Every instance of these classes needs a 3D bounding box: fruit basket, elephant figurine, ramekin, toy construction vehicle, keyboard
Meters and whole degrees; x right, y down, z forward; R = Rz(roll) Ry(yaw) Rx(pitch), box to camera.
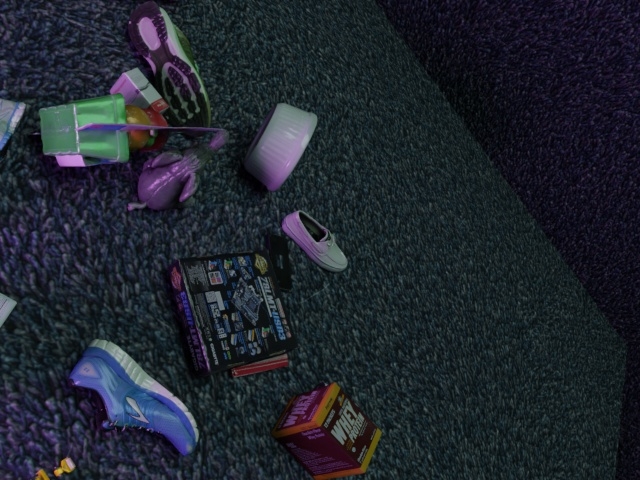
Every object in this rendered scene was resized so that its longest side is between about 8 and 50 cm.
[{"bbox_3d":[-0.469,-0.254,1.426,0.353,0.327,0.165,-2,96,-48],"label":"fruit basket"},{"bbox_3d":[-0.363,-0.182,1.516,0.169,0.239,0.186,16,59,-39],"label":"elephant figurine"},{"bbox_3d":[-0.132,-0.295,1.798,0.127,0.273,0.273,28,50,-15],"label":"ramekin"},{"bbox_3d":[-0.521,0.484,1.155,0.086,0.035,0.098,50,39,6],"label":"toy construction vehicle"},{"bbox_3d":[-0.137,0.064,1.764,0.108,0.023,0.180,18,55,-44],"label":"keyboard"}]

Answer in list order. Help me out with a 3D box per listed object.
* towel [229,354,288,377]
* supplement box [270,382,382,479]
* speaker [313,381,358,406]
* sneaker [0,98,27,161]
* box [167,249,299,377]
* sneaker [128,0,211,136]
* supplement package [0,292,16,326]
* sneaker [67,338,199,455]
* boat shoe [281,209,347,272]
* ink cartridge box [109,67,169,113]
[{"bbox_3d":[-0.196,0.225,1.609,0.199,0.031,0.275,-1,70,-44],"label":"towel"},{"bbox_3d":[0.015,0.503,1.537,0.194,0.191,0.129,49,43,-11],"label":"supplement box"},{"bbox_3d":[0.042,0.462,1.689,0.136,0.055,0.055,39,46,-22],"label":"speaker"},{"bbox_3d":[-0.739,-0.252,1.333,0.083,0.071,0.190,21,46,-27],"label":"sneaker"},{"bbox_3d":[-0.223,0.178,1.531,0.293,0.073,0.295,-6,73,-47],"label":"box"},{"bbox_3d":[-0.404,-0.504,1.747,0.182,0.158,0.410,-19,87,-65],"label":"sneaker"},{"bbox_3d":[-0.700,0.144,1.045,0.203,0.194,0.149,37,46,-24],"label":"supplement package"},{"bbox_3d":[-0.408,0.369,1.279,0.330,0.130,0.147,44,59,-12],"label":"sneaker"},{"bbox_3d":[0.000,0.000,1.879,0.267,0.088,0.096,44,44,-17],"label":"boat shoe"},{"bbox_3d":[-0.496,-0.387,1.608,0.135,0.099,0.056,52,42,-10],"label":"ink cartridge box"}]
